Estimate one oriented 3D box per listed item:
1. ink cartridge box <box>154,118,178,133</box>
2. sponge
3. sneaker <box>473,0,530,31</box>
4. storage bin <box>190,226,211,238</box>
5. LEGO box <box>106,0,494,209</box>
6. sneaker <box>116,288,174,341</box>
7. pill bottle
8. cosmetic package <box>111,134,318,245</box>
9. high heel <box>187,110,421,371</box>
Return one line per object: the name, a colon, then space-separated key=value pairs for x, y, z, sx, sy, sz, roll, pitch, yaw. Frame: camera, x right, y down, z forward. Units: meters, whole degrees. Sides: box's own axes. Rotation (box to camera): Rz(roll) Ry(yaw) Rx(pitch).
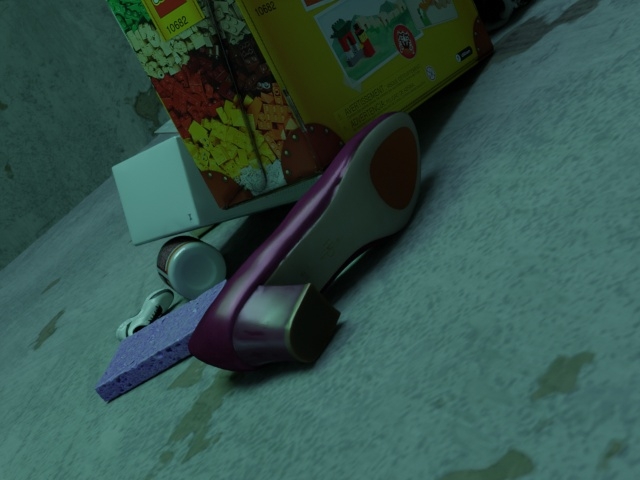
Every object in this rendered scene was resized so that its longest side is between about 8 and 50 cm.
ink cartridge box: x=-0.151 y=-0.247 z=1.661 sx=0.261 sy=0.066 sz=0.296 roll=-42 pitch=17 yaw=-10
sponge: x=-0.212 y=0.137 z=1.291 sx=0.210 sy=0.031 sz=0.117 roll=-30 pitch=19 yaw=25
sneaker: x=0.304 y=-0.420 z=1.549 sx=0.331 sy=0.122 sz=0.146 roll=-38 pitch=35 yaw=0
storage bin: x=-0.167 y=-0.155 z=1.775 sx=0.262 sy=0.123 sz=0.260 roll=-36 pitch=18 yaw=9
LEGO box: x=-0.012 y=-0.323 z=1.302 sx=0.193 sy=0.372 sz=0.500 roll=-18 pitch=14 yaw=43
sneaker: x=-0.258 y=0.119 z=1.434 sx=0.044 sy=0.040 sz=0.109 roll=16 pitch=59 yaw=49
pill bottle: x=-0.200 y=0.037 z=1.424 sx=0.086 sy=0.086 sz=0.152 roll=-42 pitch=18 yaw=-11
cosmetic package: x=-0.163 y=-0.094 z=1.452 sx=0.225 sy=0.138 sz=0.224 roll=-19 pitch=3 yaw=-37
high heel: x=-0.017 y=-0.012 z=1.099 sx=0.181 sy=0.127 sz=0.377 roll=-6 pitch=39 yaw=42
